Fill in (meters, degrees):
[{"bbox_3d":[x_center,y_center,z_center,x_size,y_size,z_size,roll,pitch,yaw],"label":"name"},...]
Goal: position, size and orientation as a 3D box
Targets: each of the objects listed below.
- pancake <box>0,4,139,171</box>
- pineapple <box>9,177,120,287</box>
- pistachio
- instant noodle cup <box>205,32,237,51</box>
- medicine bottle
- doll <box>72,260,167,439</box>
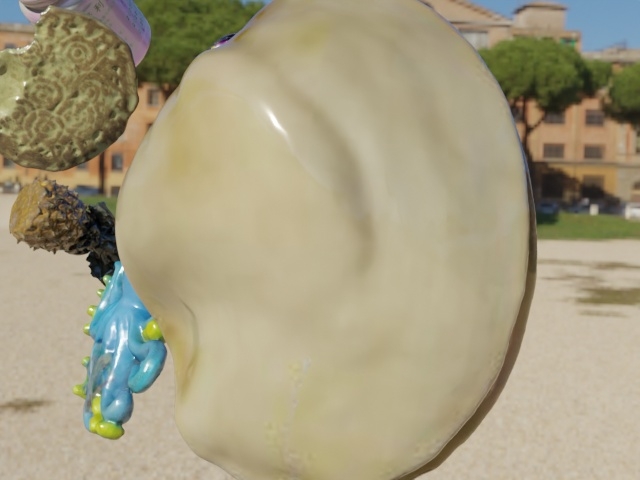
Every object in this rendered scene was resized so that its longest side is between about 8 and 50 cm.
[{"bbox_3d":[-0.355,-0.196,1.280,0.235,0.212,0.029,-21,27,-3],"label":"pancake"},{"bbox_3d":[-0.371,-0.008,1.518,0.119,0.111,0.237,-36,-42,23],"label":"pineapple"},{"bbox_3d":[0.000,0.000,0.833,0.365,0.446,0.281,3,-1,20],"label":"pistachio"},{"bbox_3d":[-0.070,-0.136,1.325,0.190,0.251,0.251,13,-4,-32],"label":"instant noodle cup"},{"bbox_3d":[-0.393,-0.380,1.541,0.152,0.152,0.254,3,-25,25],"label":"medicine bottle"},{"bbox_3d":[-0.242,0.110,1.348,0.098,0.341,0.346,25,-5,-26],"label":"doll"}]
